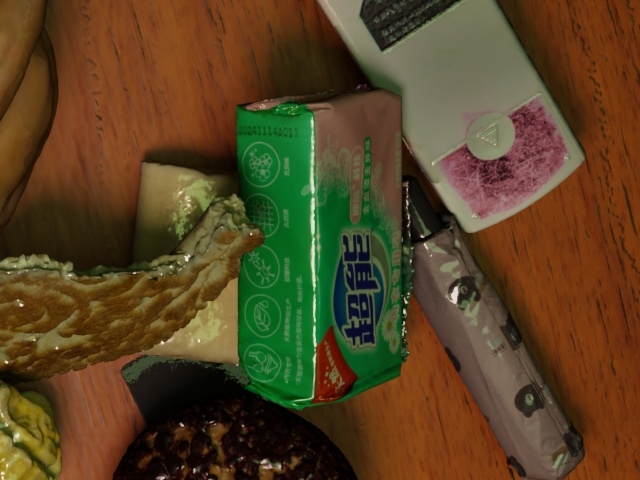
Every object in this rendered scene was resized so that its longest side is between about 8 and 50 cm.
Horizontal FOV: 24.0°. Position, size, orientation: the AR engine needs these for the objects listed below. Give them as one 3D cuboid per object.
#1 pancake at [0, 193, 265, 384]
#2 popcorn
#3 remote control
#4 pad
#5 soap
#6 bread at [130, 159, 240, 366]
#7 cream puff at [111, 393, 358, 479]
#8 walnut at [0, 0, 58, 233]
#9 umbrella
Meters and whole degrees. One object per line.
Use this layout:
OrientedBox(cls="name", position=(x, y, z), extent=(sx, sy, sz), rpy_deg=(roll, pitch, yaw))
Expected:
OrientedBox(cls="pancake", position=(-0.220, 0.048, 1.251), extent=(0.377, 0.197, 0.054), rpy_deg=(-20, 62, 9))
OrientedBox(cls="popcorn", position=(-0.288, 0.186, 1.273), extent=(0.162, 0.135, 0.141), rpy_deg=(-45, 128, -22))
OrientedBox(cls="remote control", position=(0.110, -0.170, 1.383), extent=(0.145, 0.050, 0.344), rpy_deg=(-32, 113, 3))
OrientedBox(cls="pad", position=(-0.095, 0.176, 1.403), extent=(0.116, 0.004, 0.193), rpy_deg=(-28, 102, -14))
OrientedBox(cls="soap", position=(-0.002, 0.000, 1.321), extent=(0.218, 0.098, 0.273), rpy_deg=(-14, 107, -53))
OrientedBox(cls="bread", position=(-0.104, 0.022, 1.356), extent=(0.139, 0.060, 0.178), rpy_deg=(5, 92, -17))
OrientedBox(cls="cream puff", position=(-0.080, 0.255, 1.302), extent=(0.239, 0.165, 0.239), rpy_deg=(4, 106, 16))
OrientedBox(cls="walnut", position=(-0.378, -0.100, 1.131), extent=(0.384, 0.383, 0.383), rpy_deg=(-2, 95, -18))
OrientedBox(cls="umbrella", position=(0.151, 0.087, 1.442), extent=(0.067, 0.073, 0.337), rpy_deg=(-44, 109, -44))
